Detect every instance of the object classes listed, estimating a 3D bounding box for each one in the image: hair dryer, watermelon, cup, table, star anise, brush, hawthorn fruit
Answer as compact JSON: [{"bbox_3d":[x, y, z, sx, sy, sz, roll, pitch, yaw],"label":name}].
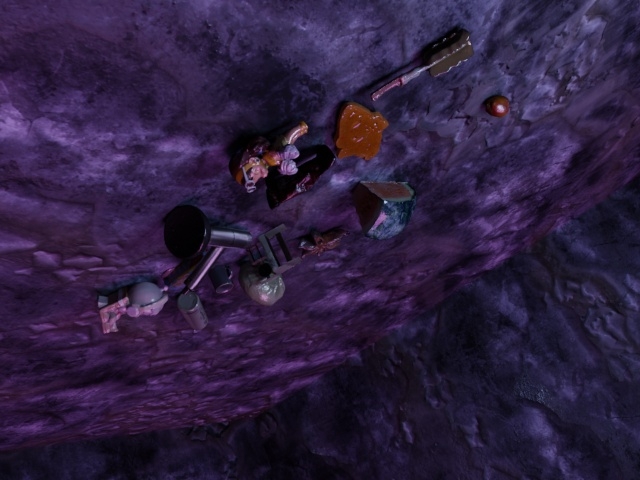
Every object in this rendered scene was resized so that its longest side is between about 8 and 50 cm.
[{"bbox_3d":[-0.366,0.062,1.597,0.284,0.156,0.320,-61,155,-1],"label":"hair dryer"},{"bbox_3d":[0.236,-0.146,1.807,0.318,0.226,0.148,-48,174,-45],"label":"watermelon"},{"bbox_3d":[-0.355,0.137,1.878,0.100,0.077,0.078,-39,151,22],"label":"cup"},{"bbox_3d":[-0.171,0.048,1.801,0.175,0.146,0.062,-29,154,5],"label":"table"},{"bbox_3d":[-0.007,0.009,1.979,0.208,0.063,0.172,-6,151,-41],"label":"star anise"},{"bbox_3d":[0.266,-0.460,1.373,0.301,0.071,0.084,-29,142,6],"label":"brush"},{"bbox_3d":[0.579,-0.439,1.679,0.077,0.077,0.077,-21,153,-11],"label":"hawthorn fruit"}]

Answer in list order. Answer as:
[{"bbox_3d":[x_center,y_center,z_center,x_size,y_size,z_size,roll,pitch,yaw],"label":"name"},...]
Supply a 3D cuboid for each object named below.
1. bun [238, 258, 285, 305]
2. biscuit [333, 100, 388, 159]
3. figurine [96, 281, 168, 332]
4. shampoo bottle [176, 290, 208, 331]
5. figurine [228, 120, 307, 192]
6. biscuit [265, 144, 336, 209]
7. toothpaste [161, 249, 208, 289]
[{"bbox_3d":[-0.208,0.148,1.909,0.118,0.195,0.195,-42,150,16],"label":"bun"},{"bbox_3d":[0.111,-0.320,1.511,0.183,0.043,0.280,-33,148,6],"label":"biscuit"},{"bbox_3d":[-0.619,0.218,1.715,0.237,0.162,0.141,-19,110,-17],"label":"figurine"},{"bbox_3d":[-0.495,0.287,2.014,0.085,0.085,0.262,-20,153,-12],"label":"shampoo bottle"},{"bbox_3d":[-0.132,-0.230,1.374,0.240,0.115,0.174,-28,172,-6],"label":"figurine"},{"bbox_3d":[-0.059,-0.188,1.490,0.235,0.151,0.063,-32,116,8],"label":"biscuit"},{"bbox_3d":[-0.462,0.097,1.748,0.193,0.044,0.070,-38,152,21],"label":"toothpaste"}]
